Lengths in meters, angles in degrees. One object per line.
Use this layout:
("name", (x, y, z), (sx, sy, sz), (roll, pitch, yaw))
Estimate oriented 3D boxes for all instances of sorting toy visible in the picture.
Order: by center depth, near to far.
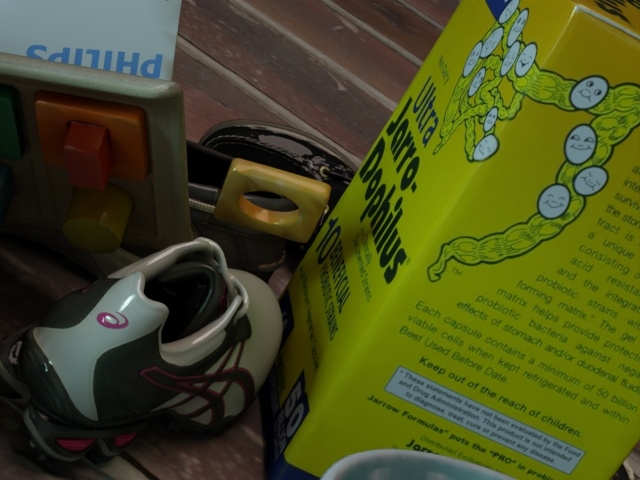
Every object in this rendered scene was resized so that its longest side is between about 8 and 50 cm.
("sorting toy", (-0.168, -0.043, 1.012), (0.348, 0.196, 0.047), (10, 61, 4))

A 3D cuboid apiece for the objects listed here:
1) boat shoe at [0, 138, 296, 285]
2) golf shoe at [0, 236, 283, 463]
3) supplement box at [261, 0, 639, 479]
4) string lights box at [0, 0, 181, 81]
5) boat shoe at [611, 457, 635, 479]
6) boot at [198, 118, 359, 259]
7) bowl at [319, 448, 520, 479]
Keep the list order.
("boat shoe", (-0.176, -0.068, 1.169), (0.355, 0.130, 0.132), (26, 21, -15))
("golf shoe", (-0.076, 0.055, 1.020), (0.105, 0.120, 0.273), (52, 25, 8))
("supplement box", (0.126, 0.011, 1.087), (0.195, 0.356, 0.194), (26, 20, -17))
("string lights box", (-0.197, -0.165, 1.129), (0.133, 0.076, 0.260), (1, 17, -26))
("boat shoe", (0.220, 0.197, 1.248), (0.042, 0.049, 0.133), (-8, 43, -18))
("boot", (0.002, -0.001, 1.336), (0.236, 0.085, 0.178), (29, 22, -8))
("bowl", (0.098, 0.247, 0.750), (0.311, 0.163, 0.311), (26, 15, -7))
